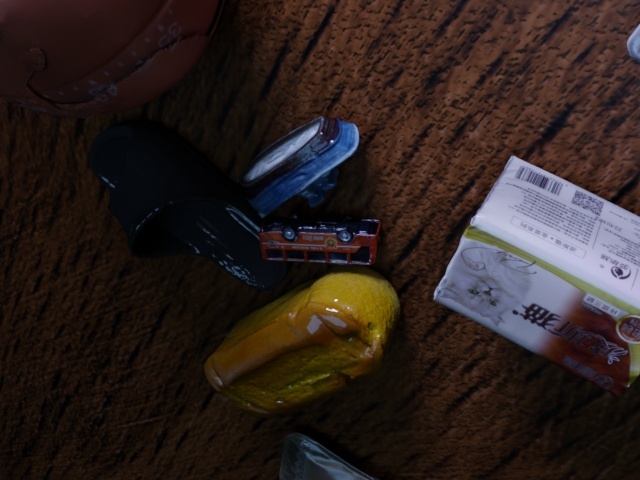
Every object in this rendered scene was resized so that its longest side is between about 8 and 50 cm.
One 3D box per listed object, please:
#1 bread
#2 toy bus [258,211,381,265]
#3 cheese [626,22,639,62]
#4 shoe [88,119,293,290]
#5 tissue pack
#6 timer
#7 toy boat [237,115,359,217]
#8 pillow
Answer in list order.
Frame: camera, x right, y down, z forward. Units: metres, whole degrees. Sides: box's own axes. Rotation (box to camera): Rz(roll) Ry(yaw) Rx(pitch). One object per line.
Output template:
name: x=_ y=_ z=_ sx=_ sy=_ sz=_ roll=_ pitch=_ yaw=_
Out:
bread: x=-0.024 y=0.110 z=0.745 sx=0.102 sy=0.094 sz=0.245 roll=47 pitch=133 yaw=-12
toy bus: x=0.000 y=0.000 z=0.673 sx=0.110 sy=0.031 sz=0.043 roll=3 pitch=123 yaw=12
cheese: x=0.293 y=-0.069 z=0.442 sx=0.235 sy=0.050 sz=0.127 roll=37 pitch=134 yaw=3
shoe: x=-0.142 y=-0.022 z=0.726 sx=0.241 sy=0.093 sz=0.108 roll=35 pitch=134 yaw=5
tissue pack: x=0.177 y=0.025 z=0.544 sx=0.149 sy=0.106 sz=0.099 roll=29 pitch=132 yaw=12
timer: x=-0.184 y=-0.205 z=0.522 sx=0.230 sy=0.229 sz=0.215 roll=14 pitch=169 yaw=24
toy boat: x=-0.017 y=-0.058 z=0.645 sx=0.061 sy=0.060 sz=0.137 roll=36 pitch=133 yaw=-29
pillow: x=0.047 y=0.308 z=0.877 sx=0.217 sy=0.033 sz=0.130 roll=24 pitch=130 yaw=17
